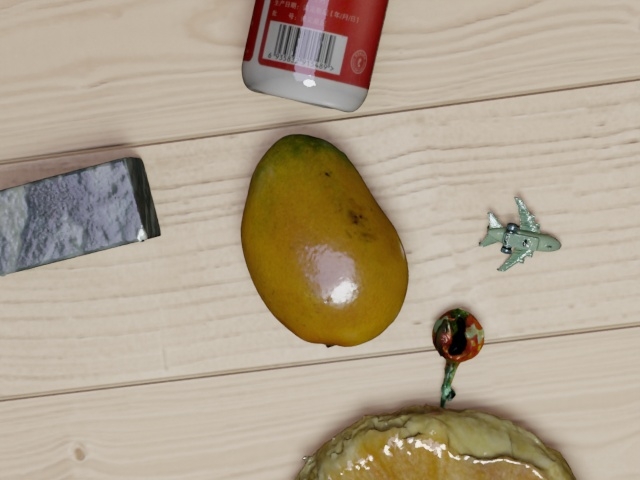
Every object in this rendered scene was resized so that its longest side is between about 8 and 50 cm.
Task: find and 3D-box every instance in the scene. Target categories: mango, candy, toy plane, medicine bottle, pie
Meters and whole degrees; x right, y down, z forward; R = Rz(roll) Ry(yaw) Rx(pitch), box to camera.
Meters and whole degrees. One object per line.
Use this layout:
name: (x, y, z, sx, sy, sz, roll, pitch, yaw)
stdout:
mango: (-0.004, 0.005, 1.547, 0.151, 0.120, 0.221, -33, 83, 3)
candy: (0.128, 0.159, 1.586, 0.055, 0.049, 0.185, 20, 105, 34)
toy plane: (0.205, -0.002, 1.568, 0.083, 0.033, 0.080, 13, 106, 4)
medicine bottle: (0.007, -0.259, 1.522, 0.131, 0.131, 0.250, 13, 94, 4)
pie: (0.126, 0.323, 1.565, 0.339, 0.083, 0.339, 1, 98, 5)

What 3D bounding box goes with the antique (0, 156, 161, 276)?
antique: (-0.267, -0.022, 1.583, 0.183, 0.086, 0.088, -14, 91, 6)
